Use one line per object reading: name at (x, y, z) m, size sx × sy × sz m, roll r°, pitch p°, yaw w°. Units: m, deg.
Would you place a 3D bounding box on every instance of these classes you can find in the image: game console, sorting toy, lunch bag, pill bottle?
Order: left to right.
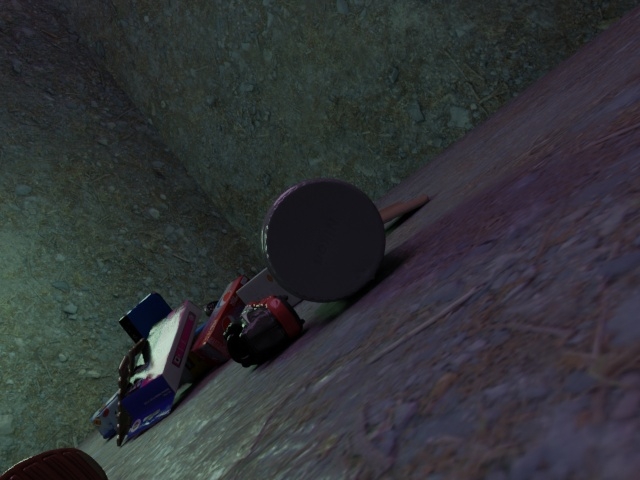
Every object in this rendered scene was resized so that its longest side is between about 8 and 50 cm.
lunch bag at (-0.689, 0.582, 1.915) m, size 0.303 × 0.115 × 0.243 m, roll -40°, pitch 0°, yaw -15°
game console at (-0.503, 0.325, 1.715) m, size 0.173 × 0.293 × 0.250 m, roll -37°, pitch 1°, yaw -8°
pill bottle at (-0.374, 0.351, 1.515) m, size 0.184 × 0.103 × 0.103 m, roll -40°, pitch 2°, yaw -25°
sorting toy at (0.185, -0.067, 1.437) m, size 0.193 × 0.038 × 0.208 m, roll -26°, pitch 4°, yaw -10°

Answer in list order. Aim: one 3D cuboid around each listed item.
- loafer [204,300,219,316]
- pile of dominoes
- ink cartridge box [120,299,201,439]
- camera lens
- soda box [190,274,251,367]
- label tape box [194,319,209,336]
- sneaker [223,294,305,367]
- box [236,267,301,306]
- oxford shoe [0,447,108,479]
loafer at (-0.376, 0.304, 2.116) m, size 0.220 × 0.080 × 0.078 m, roll 11°, pitch -57°, yaw -32°
pile of dominoes at (-0.548, 0.422, 1.458) m, size 0.040 × 0.251 × 0.196 m, roll 3°, pitch 6°, yaw 0°
ink cartridge box at (-0.440, 0.341, 1.420) m, size 0.175 × 0.069 × 0.371 m, roll -34°, pitch 30°, yaw 23°
camera lens at (0.000, 0.000, 0.973) m, size 0.219 × 0.219 × 0.274 m, roll -39°, pitch 2°, yaw -3°
soda box at (-0.265, 0.227, 1.483) m, size 0.092 × 0.083 × 0.263 m, roll -32°, pitch 24°, yaw 39°
label tape box at (-0.425, 0.371, 1.909) m, size 0.249 × 0.115 × 0.347 m, roll -39°, pitch -1°, yaw -44°
sneaker at (-0.135, 0.183, 1.020) m, size 0.135 × 0.098 × 0.276 m, roll -37°, pitch 2°, yaw -25°
box at (-0.126, 0.138, 1.459) m, size 0.170 × 0.130 × 0.091 m, roll -37°, pitch 2°, yaw 26°
oxford shoe at (-0.406, 0.397, 0.633) m, size 0.146 × 0.140 × 0.397 m, roll -45°, pitch -1°, yaw 8°
